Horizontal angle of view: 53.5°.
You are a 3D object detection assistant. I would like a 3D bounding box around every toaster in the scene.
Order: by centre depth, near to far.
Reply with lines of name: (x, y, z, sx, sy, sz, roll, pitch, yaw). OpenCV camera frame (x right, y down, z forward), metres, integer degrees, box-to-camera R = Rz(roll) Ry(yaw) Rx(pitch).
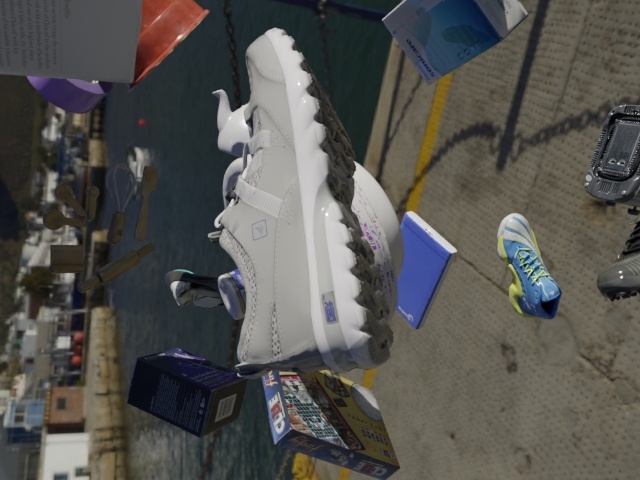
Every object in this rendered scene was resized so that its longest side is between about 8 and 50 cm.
toaster: (0.629, -0.165, 1.241, 0.129, 0.146, 0.227, 27, 102, 59)

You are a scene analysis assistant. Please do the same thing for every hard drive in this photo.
hard drive: (0.296, 0.097, 2.006, 0.210, 0.040, 0.319, 46, 136, 35)

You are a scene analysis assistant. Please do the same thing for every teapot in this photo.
teapot: (-0.163, -0.318, 1.848, 0.252, 0.256, 0.187, 21, 96, 27)

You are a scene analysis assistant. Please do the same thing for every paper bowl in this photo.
paper bowl: (0.000, 0.000, 0.848, 0.284, 0.148, 0.284, 43, 149, 34)

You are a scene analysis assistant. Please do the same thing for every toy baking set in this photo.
toy baking set: (-0.379, -0.029, 1.147, 0.030, 0.256, 0.197, 11, 122, 42)

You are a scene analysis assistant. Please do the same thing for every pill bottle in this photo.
pill bottle: (-0.137, 0.102, 1.502, 0.112, 0.186, 0.112, 48, 151, 39)

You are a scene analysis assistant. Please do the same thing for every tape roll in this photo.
tape roll: (-0.591, -0.398, 1.492, 0.080, 0.189, 0.189, -34, 48, 24)

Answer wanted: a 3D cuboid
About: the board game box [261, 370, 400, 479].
board game box: (0.014, 0.285, 1.040, 0.042, 0.243, 0.165, -45, 35, 20)

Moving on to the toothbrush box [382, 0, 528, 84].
toothbrush box: (0.322, -0.549, 1.567, 0.216, 0.126, 0.295, 51, 155, -10)

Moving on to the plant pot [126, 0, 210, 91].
plant pot: (-0.444, -0.535, 1.458, 0.272, 0.265, 0.272, -37, 23, 19)

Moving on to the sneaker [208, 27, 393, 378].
sneaker: (-0.035, -0.036, 0.459, 0.105, 0.115, 0.282, 50, -154, -57)

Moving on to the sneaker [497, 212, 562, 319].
sneaker: (0.451, 0.060, 1.332, 0.126, 0.091, 0.240, 26, 137, 63)

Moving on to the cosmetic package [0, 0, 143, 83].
cosmetic package: (-0.515, -0.394, 0.975, 0.230, 0.452, 0.162, 118, 144, -49)

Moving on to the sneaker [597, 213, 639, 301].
sneaker: (0.396, -0.003, 0.744, 0.078, 0.234, 0.106, -37, 73, 62)

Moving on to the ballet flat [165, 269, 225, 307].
ballet flat: (-0.364, 0.144, 1.849, 0.096, 0.280, 0.095, -55, -43, -44)

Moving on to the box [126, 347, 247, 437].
box: (-0.290, 0.327, 1.392, 0.153, 0.207, 0.108, 0, -74, -68)
